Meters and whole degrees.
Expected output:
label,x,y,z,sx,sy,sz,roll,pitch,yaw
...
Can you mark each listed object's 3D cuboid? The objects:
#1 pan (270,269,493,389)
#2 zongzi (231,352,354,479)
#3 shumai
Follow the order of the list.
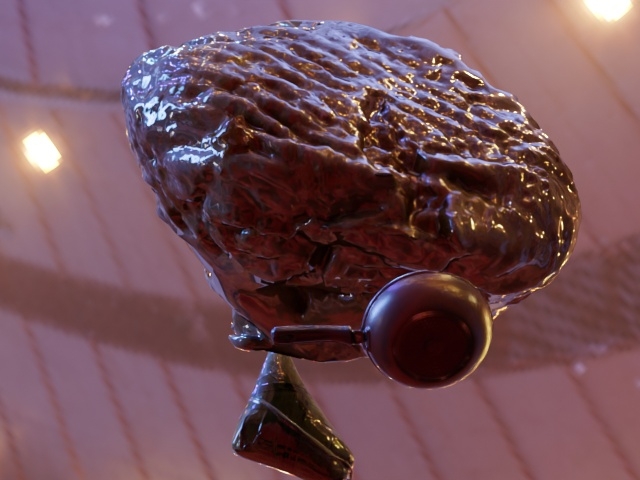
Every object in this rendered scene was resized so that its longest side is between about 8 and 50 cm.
label,x,y,z,sx,sy,sz,roll,pitch,yaw
pan,0.032,0.051,0.981,0.115,0.023,0.068,-4,-63,1
zongzi,-0.008,0.140,1.576,0.104,0.113,0.052,20,-22,6
shumai,-0.001,0.003,1.396,0.346,0.217,0.283,23,-55,8
